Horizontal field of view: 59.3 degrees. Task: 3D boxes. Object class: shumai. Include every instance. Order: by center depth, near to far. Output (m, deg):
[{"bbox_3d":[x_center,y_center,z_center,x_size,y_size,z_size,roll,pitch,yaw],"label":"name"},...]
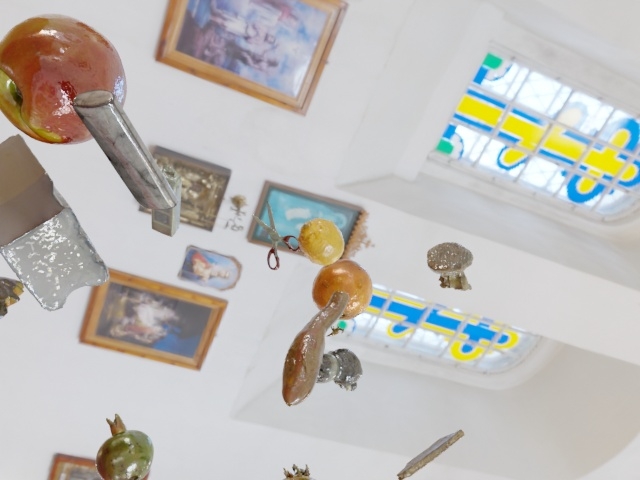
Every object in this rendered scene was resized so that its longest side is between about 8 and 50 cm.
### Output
[{"bbox_3d":[0.467,0.103,2.023,0.209,0.162,0.152,-52,136,-57],"label":"shumai"}]

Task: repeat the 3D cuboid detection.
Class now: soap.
[{"bbox_3d":[-0.825,-0.052,1.618,0.435,0.213,0.350,37,-30,40],"label":"soap"}]

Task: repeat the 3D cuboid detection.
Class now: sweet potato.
[{"bbox_3d":[-0.025,0.290,1.560,0.109,0.109,0.385,-51,-169,51],"label":"sweet potato"}]

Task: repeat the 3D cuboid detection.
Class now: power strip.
[{"bbox_3d":[-0.451,-0.108,1.640,0.272,0.078,0.052,112,1,-52],"label":"power strip"}]

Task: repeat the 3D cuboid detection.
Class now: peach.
[{"bbox_3d":[-0.630,-0.397,1.385,0.307,0.308,0.332,-60,177,34],"label":"peach"}]

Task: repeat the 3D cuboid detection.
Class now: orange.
[{"bbox_3d":[0.085,0.194,2.229,0.246,0.246,0.246,-161,-90,-74],"label":"orange"}]

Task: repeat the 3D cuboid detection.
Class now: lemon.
[{"bbox_3d":[0.000,0.000,1.809,0.142,0.187,0.142,-21,-136,21],"label":"lemon"}]

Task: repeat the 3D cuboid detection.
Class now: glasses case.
[{"bbox_3d":[-0.419,-0.189,1.233,0.060,0.114,0.299,-62,148,-33],"label":"glasses case"}]

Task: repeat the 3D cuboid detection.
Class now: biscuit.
[{"bbox_3d":[0.292,0.602,1.559,0.026,0.237,0.131,56,-34,18],"label":"biscuit"}]

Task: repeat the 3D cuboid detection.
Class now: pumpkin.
[{"bbox_3d":[-1.160,0.164,2.003,0.130,0.149,0.254,-47,-147,-16],"label":"pumpkin"}]

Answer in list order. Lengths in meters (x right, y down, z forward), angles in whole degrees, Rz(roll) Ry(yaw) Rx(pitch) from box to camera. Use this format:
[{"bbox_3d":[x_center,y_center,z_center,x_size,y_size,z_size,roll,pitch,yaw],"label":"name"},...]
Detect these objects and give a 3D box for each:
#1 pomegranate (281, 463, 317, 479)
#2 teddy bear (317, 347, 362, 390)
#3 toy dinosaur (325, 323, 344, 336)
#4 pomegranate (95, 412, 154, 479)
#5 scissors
[{"bbox_3d":[-0.072,0.873,1.872,0.210,0.210,0.235,126,-34,-46],"label":"pomegranate"},{"bbox_3d":[0.020,0.440,1.997,0.144,0.251,0.171,-39,-132,36],"label":"teddy bear"},{"bbox_3d":[0.051,0.357,2.224,0.113,0.041,0.026,-25,-178,41],"label":"toy dinosaur"},{"bbox_3d":[-0.696,0.738,1.982,0.198,0.198,0.245,164,-91,-71],"label":"pomegranate"},{"bbox_3d":[-0.163,-0.025,1.952,0.144,0.017,0.247,-40,-123,16],"label":"scissors"}]
